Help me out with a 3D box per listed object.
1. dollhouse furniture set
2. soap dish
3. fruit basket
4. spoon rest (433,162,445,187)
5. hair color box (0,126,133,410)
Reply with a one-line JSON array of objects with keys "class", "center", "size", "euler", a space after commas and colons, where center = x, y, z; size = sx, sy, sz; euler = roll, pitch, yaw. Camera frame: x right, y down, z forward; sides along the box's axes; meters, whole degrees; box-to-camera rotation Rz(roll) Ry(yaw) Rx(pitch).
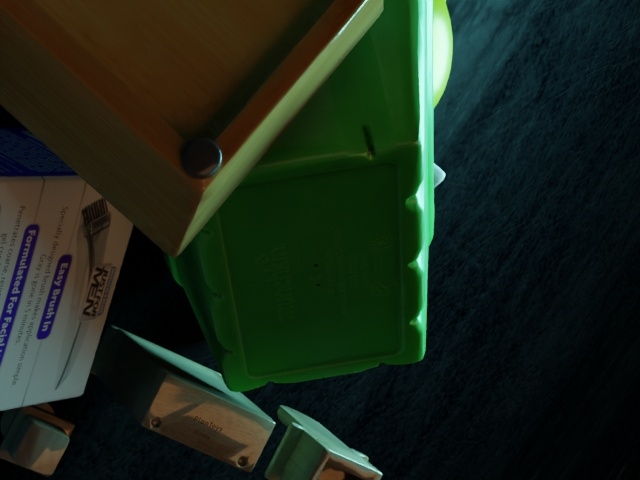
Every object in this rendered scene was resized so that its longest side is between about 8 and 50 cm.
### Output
[{"class": "dollhouse furniture set", "center": [-0.171, 0.273, 1.270], "size": [0.303, 0.174, 0.355], "euler": [26, 90, -23]}, {"class": "soap dish", "center": [-0.118, -0.170, 0.944], "size": [0.229, 0.291, 0.118], "euler": [-51, -167, -17]}, {"class": "fruit basket", "center": [-0.013, -0.114, 1.238], "size": [0.283, 0.392, 0.392], "euler": [-9, 136, -3]}, {"class": "spoon rest", "center": [0.000, 0.000, 1.461], "size": [0.276, 0.084, 0.137], "euler": [-43, 179, -27]}, {"class": "hair color box", "center": [-0.282, 0.023, 1.015], "size": [0.339, 0.110, 0.185], "euler": [-3, 116, -55]}]
